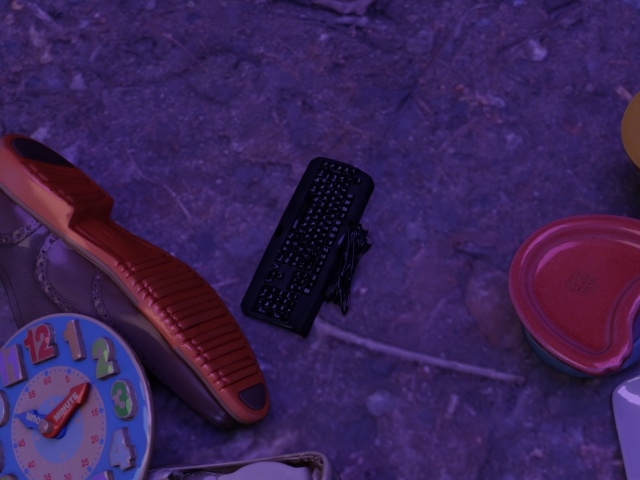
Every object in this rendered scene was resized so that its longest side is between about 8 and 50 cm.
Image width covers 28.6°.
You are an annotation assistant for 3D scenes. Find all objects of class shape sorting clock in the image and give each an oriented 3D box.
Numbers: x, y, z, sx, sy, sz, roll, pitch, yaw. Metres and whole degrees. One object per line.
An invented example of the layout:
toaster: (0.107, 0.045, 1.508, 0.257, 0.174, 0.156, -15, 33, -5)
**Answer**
shape sorting clock: (-0.232, 0.166, 1.109, 0.206, 0.040, 0.206, -8, 75, 30)

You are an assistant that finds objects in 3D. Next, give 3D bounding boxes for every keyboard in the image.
keyboard: (0.000, 0.000, 1.235, 0.100, 0.038, 0.192, 19, 65, 12)

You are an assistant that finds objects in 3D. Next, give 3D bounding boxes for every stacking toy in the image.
stacking toy: (0.346, 0.032, 1.149, 0.279, 0.130, 0.309, 37, 80, 31)

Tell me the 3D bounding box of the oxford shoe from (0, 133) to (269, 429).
oxford shoe: (-0.199, 0.062, 1.186, 0.364, 0.130, 0.133, 44, 104, 15)

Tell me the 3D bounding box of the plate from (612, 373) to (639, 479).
plate: (0.389, 0.191, 1.026, 0.277, 0.045, 0.278, -26, 40, 25)

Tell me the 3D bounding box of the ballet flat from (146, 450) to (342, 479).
ballet flat: (-0.102, 0.225, 1.096, 0.248, 0.086, 0.086, -8, 62, -1)
